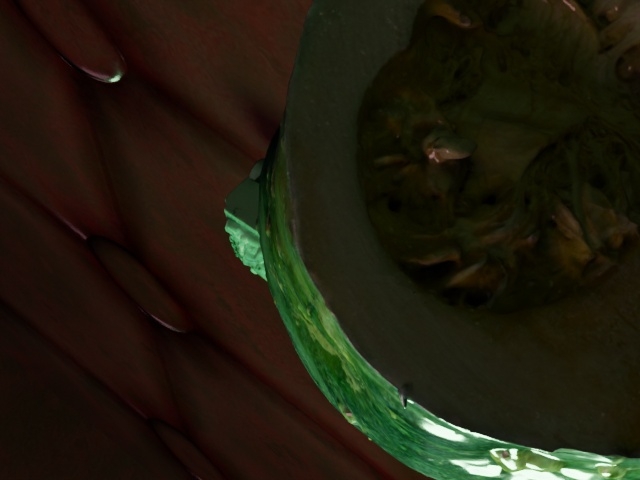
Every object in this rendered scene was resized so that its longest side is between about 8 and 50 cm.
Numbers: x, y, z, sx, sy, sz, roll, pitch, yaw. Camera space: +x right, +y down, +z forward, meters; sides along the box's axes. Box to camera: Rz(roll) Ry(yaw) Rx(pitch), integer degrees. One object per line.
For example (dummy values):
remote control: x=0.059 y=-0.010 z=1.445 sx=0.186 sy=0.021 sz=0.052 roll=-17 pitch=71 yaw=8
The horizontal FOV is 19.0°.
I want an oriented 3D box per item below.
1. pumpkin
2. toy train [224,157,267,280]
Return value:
pumpkin: x=0.104 y=-0.020 z=0.897 sx=0.263 sy=0.293 sz=0.197 roll=24 pitch=162 yaw=2
toy train: x=0.000 y=0.000 z=1.419 sx=0.172 sy=0.099 sz=0.070 roll=33 pitch=157 yaw=31
